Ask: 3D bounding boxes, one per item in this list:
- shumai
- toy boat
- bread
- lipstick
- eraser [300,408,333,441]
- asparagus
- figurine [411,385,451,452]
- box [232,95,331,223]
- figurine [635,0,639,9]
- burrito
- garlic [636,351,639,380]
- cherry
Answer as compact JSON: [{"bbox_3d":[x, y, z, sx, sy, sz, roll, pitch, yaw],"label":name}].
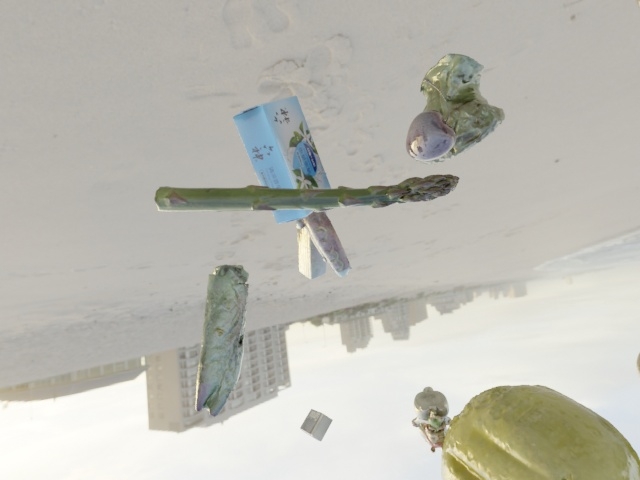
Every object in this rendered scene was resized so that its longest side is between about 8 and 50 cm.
[{"bbox_3d":[0.419,-0.442,1.374,0.330,0.288,0.292,-29,-167,34],"label":"shumai"},{"bbox_3d":[0.000,0.000,1.125,0.085,0.227,0.155,-28,-154,-4],"label":"toy boat"},{"bbox_3d":[0.359,0.411,0.678,0.237,0.320,0.320,-6,172,-26],"label":"bread"},{"bbox_3d":[-0.029,-0.049,1.353,0.076,0.371,0.080,-21,-145,-34],"label":"lipstick"},{"bbox_3d":[-0.018,0.695,1.533,0.046,0.092,0.212,35,156,-1],"label":"eraser"},{"bbox_3d":[-0.019,-0.036,0.324,0.248,0.024,0.025,-1,163,12],"label":"asparagus"},{"bbox_3d":[0.230,0.397,0.855,0.081,0.146,0.098,2,-161,26],"label":"figurine"},{"bbox_3d":[-0.070,-0.169,0.842,0.083,0.232,0.142,-10,-161,31],"label":"box"},{"bbox_3d":[0.612,-0.556,0.685,0.266,0.378,0.361,-39,132,3],"label":"figurine"},{"bbox_3d":[-0.201,0.202,0.845,0.096,0.309,0.066,10,171,-27],"label":"burrito"},{"bbox_3d":[0.706,0.282,0.777,0.128,0.198,0.090,-28,131,14],"label":"garlic"},{"bbox_3d":[0.272,-0.299,1.083,0.115,0.188,0.148,-33,171,-21],"label":"cherry"}]
